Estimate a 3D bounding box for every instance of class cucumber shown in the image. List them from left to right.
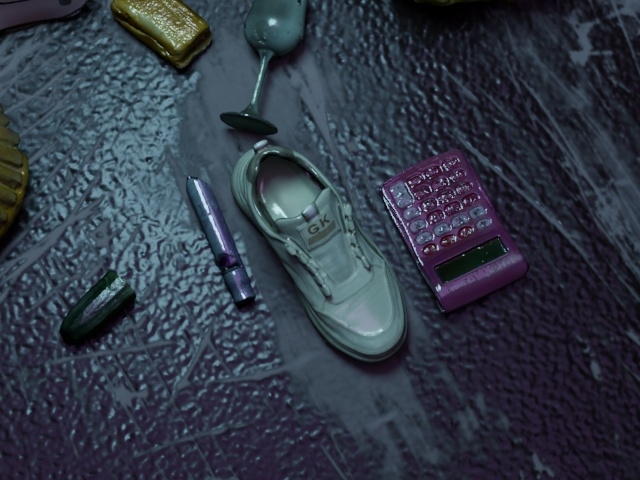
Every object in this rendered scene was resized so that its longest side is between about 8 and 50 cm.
[{"bbox_3d":[-0.279,0.086,1.729,0.105,0.048,0.048,-42,82,-10],"label":"cucumber"}]

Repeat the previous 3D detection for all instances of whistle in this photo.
[{"bbox_3d":[-0.125,-0.001,1.761,0.033,0.033,0.176,-23,79,-7],"label":"whistle"}]

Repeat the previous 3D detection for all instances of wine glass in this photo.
[{"bbox_3d":[-0.067,-0.237,1.793,0.079,0.079,0.195,13,78,1],"label":"wine glass"}]

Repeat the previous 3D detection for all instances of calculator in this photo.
[{"bbox_3d":[0.166,-0.014,1.777,0.127,0.034,0.190,-26,74,-6],"label":"calculator"}]

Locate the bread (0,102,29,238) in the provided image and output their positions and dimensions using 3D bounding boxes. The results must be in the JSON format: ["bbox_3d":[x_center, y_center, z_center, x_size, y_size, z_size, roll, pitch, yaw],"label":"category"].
[{"bbox_3d":[-0.494,-0.089,1.712,0.274,0.149,0.274,-1,76,4],"label":"bread"}]

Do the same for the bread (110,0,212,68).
[{"bbox_3d":[-0.205,-0.284,1.812,0.132,0.053,0.074,37,75,6],"label":"bread"}]

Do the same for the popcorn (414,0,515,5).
[{"bbox_3d":[0.185,-0.418,1.773,0.258,0.224,0.270,32,84,12],"label":"popcorn"}]

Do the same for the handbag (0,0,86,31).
[{"bbox_3d":[-0.393,-0.349,1.759,0.205,0.179,0.116,-16,71,-11],"label":"handbag"}]

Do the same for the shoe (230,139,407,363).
[{"bbox_3d":[0.000,0.000,1.705,0.124,0.159,0.316,-37,78,-10],"label":"shoe"}]
